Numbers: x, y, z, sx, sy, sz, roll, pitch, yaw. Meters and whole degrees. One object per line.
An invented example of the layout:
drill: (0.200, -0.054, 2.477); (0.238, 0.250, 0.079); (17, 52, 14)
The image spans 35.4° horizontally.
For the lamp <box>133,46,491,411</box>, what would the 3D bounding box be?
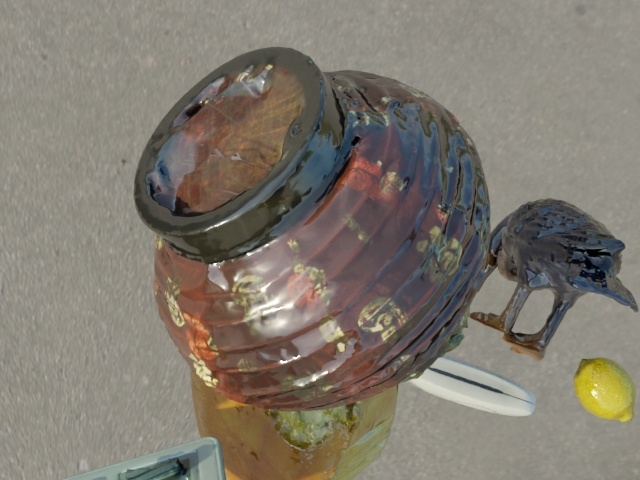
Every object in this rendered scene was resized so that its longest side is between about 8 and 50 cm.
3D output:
lamp: (0.000, 0.000, 0.654); (0.247, 0.247, 0.247); (5, 70, -13)

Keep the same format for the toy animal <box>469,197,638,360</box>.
toy animal: (0.264, 0.035, 1.175); (0.122, 0.298, 0.185); (31, 75, -12)

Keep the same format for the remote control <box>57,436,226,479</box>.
remote control: (-0.199, 0.211, 0.661); (0.293, 0.103, 0.051); (-18, 118, -2)

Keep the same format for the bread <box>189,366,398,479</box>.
bread: (-0.024, 0.113, 0.868); (0.179, 0.250, 0.133); (31, 32, 28)

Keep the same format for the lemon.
lemon: (0.310, 0.163, 1.089); (0.062, 0.062, 0.083); (-31, 78, -22)

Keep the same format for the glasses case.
glasses case: (0.162, 0.167, 1.195); (0.197, 0.076, 0.049); (20, 79, -7)
